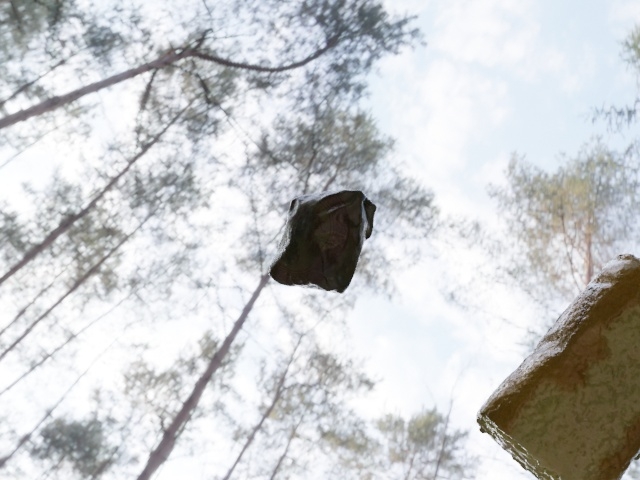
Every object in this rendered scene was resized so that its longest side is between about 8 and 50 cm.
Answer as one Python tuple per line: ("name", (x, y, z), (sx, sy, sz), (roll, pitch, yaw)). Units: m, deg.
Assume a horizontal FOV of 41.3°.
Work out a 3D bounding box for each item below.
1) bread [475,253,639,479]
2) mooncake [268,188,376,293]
("bread", (0.439, 0.217, 1.327), (0.237, 0.375, 0.165), (36, -12, 30))
("mooncake", (0.000, 0.000, 1.054), (0.073, 0.129, 0.125), (26, -19, -36))
